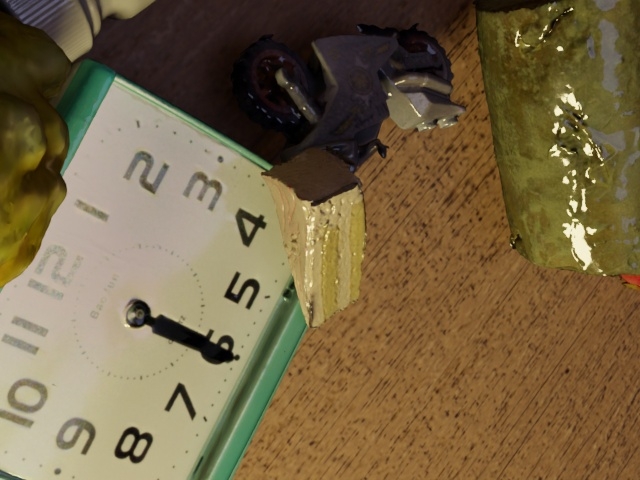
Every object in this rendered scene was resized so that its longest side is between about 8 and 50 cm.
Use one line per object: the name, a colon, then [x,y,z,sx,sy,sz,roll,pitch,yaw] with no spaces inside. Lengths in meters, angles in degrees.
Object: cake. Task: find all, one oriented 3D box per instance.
cake: [0.000,0.000,0.669,0.052,0.065,0.121,-26,135,-24]

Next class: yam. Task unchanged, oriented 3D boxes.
yam: [0.231,-0.094,0.867,0.168,0.168,0.304,-26,116,-28]

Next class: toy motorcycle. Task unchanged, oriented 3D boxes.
toy motorcycle: [0.034,-0.102,0.757,0.215,0.080,0.122,-14,85,-39]

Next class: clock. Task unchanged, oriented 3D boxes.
clock: [-0.133,0.045,0.681,0.231,0.116,0.262,30,83,-32]

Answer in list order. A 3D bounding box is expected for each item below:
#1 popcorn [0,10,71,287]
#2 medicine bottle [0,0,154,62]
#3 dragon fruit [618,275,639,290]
popcorn: [-0.251,-0.060,0.468,0.282,0.247,0.282,-1,91,-34]
medicine bottle: [-0.138,-0.185,0.612,0.168,0.105,0.105,-43,123,-19]
dragon fruit: [0.365,0.004,1.050,0.112,0.068,0.126,-47,126,-17]
